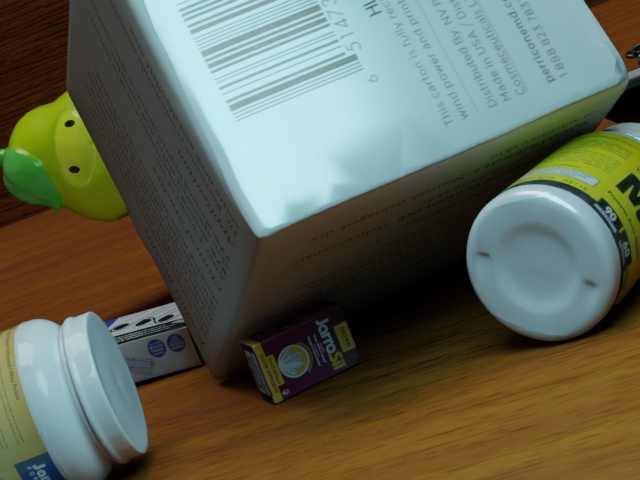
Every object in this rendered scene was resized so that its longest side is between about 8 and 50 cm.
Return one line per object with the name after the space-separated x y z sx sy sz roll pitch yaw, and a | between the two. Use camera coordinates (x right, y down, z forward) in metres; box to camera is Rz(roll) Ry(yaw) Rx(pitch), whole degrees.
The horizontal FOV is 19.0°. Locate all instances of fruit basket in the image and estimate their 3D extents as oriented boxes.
-0.174 -0.125 2.242 0.392 0.392 0.283 -28 11 -33 | fruit basket

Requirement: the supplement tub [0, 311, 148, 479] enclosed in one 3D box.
-0.252 0.149 1.523 0.200 0.144 0.144 -22 9 6 | supplement tub

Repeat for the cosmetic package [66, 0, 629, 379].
-0.003 -0.134 1.616 0.327 0.329 0.393 -24 -13 -16 | cosmetic package

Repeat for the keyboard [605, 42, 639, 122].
0.446 -0.215 2.107 0.317 0.033 0.201 -21 -16 14 | keyboard

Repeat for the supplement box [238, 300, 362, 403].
-0.017 0.092 1.577 0.083 0.055 0.043 -26 11 -16 | supplement box

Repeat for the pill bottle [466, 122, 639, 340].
0.204 -0.014 1.452 0.119 0.119 0.208 -16 11 34 | pill bottle

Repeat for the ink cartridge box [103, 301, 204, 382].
-0.200 0.111 1.897 0.207 0.046 0.097 -16 14 20 | ink cartridge box
